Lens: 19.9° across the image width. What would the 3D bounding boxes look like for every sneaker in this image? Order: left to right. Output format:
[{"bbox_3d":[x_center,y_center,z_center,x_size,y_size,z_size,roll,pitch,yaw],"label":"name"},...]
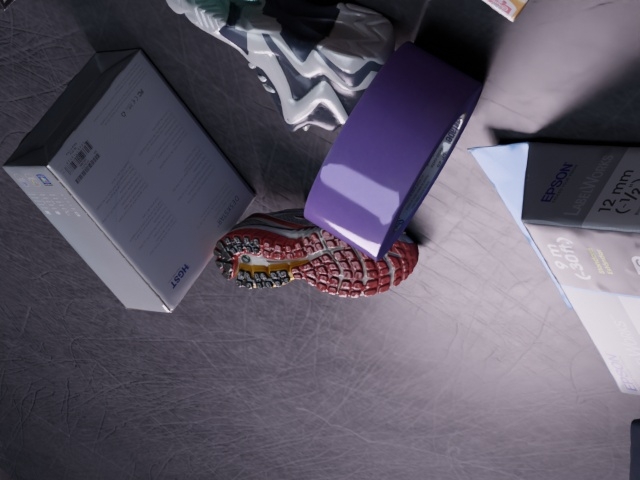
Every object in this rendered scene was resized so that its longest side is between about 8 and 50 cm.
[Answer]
[{"bbox_3d":[-0.042,-0.172,1.735,0.235,0.094,0.153,17,141,12],"label":"sneaker"},{"bbox_3d":[0.000,0.000,1.993,0.225,0.092,0.088,6,124,20],"label":"sneaker"}]

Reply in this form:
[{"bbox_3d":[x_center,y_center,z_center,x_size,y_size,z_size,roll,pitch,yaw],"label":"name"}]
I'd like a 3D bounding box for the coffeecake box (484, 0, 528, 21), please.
[{"bbox_3d":[0.175,-0.264,1.297,0.068,0.142,0.185,35,153,1],"label":"coffeecake box"}]

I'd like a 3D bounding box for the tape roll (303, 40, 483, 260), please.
[{"bbox_3d":[0.067,-0.081,1.659,0.080,0.189,0.189,31,153,6],"label":"tape roll"}]

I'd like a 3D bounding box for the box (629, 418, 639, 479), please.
[{"bbox_3d":[0.475,0.314,1.622,0.212,0.293,0.395,4,176,-31],"label":"box"}]

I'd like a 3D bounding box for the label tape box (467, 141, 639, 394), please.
[{"bbox_3d":[0.302,0.034,1.669,0.348,0.115,0.249,4,140,42],"label":"label tape box"}]

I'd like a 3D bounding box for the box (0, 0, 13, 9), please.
[{"bbox_3d":[-0.407,-0.322,1.969,0.116,0.029,0.162,15,148,33],"label":"box"}]

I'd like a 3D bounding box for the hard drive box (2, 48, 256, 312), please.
[{"bbox_3d":[-0.204,-0.064,1.996,0.089,0.181,0.232,1,137,47],"label":"hard drive box"}]
